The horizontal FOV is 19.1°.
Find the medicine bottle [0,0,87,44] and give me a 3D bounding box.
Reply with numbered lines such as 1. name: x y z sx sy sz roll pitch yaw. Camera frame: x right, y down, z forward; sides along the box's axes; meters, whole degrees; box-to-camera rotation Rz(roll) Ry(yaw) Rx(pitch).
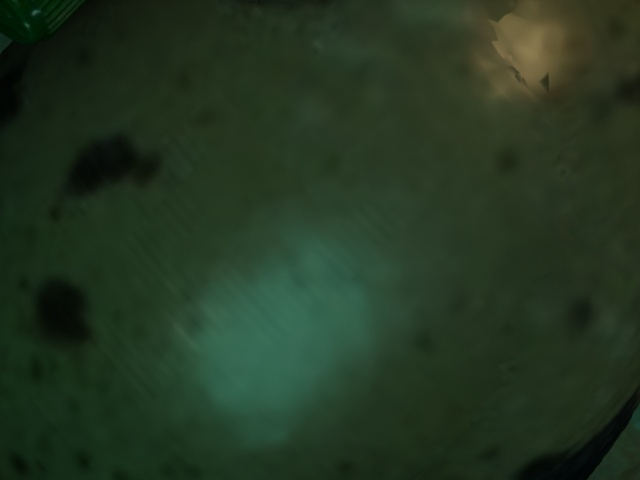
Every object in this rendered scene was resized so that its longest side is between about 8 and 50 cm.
1. medicine bottle: -0.042 -0.206 0.824 0.076 0.309 0.111 29 159 34

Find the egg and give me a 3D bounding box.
1. egg: 0.000 0.000 0.917 0.345 0.345 0.428 41 106 -13
